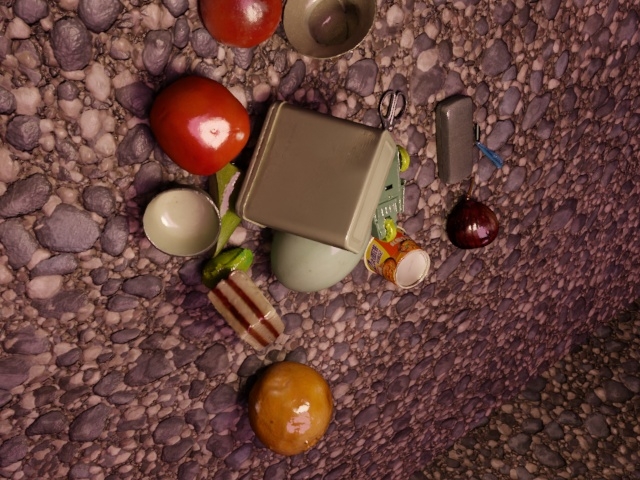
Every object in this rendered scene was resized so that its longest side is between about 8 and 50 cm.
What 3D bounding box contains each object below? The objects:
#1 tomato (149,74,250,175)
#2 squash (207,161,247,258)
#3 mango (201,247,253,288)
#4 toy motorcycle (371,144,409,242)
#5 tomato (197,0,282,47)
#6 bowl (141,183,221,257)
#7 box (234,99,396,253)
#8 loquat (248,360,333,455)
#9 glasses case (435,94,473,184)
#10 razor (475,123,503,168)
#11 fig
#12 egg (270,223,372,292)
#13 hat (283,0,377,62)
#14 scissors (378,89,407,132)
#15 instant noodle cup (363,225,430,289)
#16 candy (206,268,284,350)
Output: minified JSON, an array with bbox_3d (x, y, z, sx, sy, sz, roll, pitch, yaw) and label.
[{"bbox_3d":[-0.304,-0.298,1.411,0.259,0.180,0.260,-14,118,-28],"label":"tomato"},{"bbox_3d":[-0.300,-0.085,1.587,0.203,0.111,0.289,33,97,-40],"label":"squash"},{"bbox_3d":[-0.286,0.087,1.686,0.178,0.119,0.100,-34,114,-12],"label":"mango"},{"bbox_3d":[0.167,-0.160,1.812,0.191,0.200,0.327,-23,120,-34],"label":"toy motorcycle"},{"bbox_3d":[-0.184,-0.578,1.379,0.227,0.112,0.199,-23,129,-19],"label":"tomato"},{"bbox_3d":[-0.377,-0.067,1.517,0.211,0.112,0.212,-2,116,-5],"label":"bowl"},{"bbox_3d":[-0.009,-0.174,1.514,0.352,0.343,0.177,-71,159,-3],"label":"box"},{"bbox_3d":[-0.110,0.603,1.973,0.328,0.328,0.329,-17,124,-26],"label":"loquat"},{"bbox_3d":[0.489,-0.362,1.986,0.131,0.074,0.323,-26,128,-19],"label":"glasses case"},{"bbox_3d":[0.651,-0.353,2.127,0.253,0.042,0.082,31,55,-43],"label":"razor"},{"bbox_3d":[0.595,-0.089,2.155,0.203,0.186,0.250,-20,120,-1],"label":"fig"},{"bbox_3d":[0.000,0.000,1.722,0.276,0.276,0.389,22,119,-40],"label":"egg"},{"bbox_3d":[0.040,-0.592,1.488,0.257,0.257,0.130,-56,163,6],"label":"hat"},{"bbox_3d":[0.222,-0.355,1.843,0.109,0.022,0.300,-3,119,-29],"label":"scissors"},{"bbox_3d":[0.295,0.071,2.038,0.213,0.174,0.213,-16,123,-26],"label":"instant noodle cup"},{"bbox_3d":[-0.220,0.223,1.690,0.135,0.179,0.321,-39,163,-9],"label":"candy"}]
